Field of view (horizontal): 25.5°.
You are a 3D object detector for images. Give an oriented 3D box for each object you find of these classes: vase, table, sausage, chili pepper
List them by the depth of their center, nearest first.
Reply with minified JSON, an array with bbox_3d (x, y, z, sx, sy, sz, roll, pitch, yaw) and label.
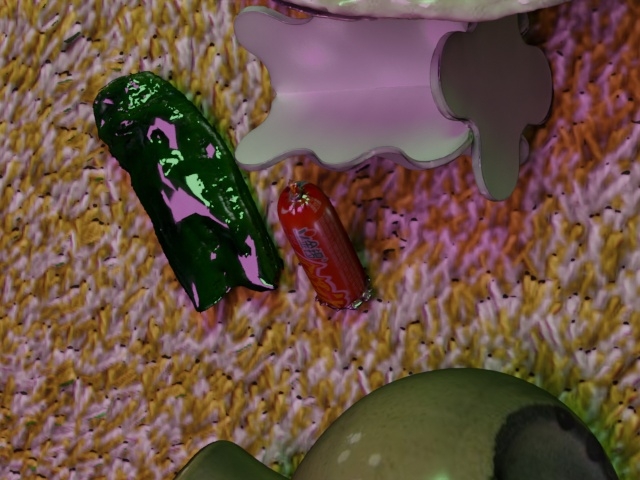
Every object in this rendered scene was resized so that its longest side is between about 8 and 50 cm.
[{"bbox_3d":[0.076,0.261,1.003,0.302,0.241,0.329,-24,107,39],"label":"vase"},{"bbox_3d":[0.043,-0.111,1.025,0.198,0.166,0.166,1,93,35],"label":"table"},{"bbox_3d":[0.000,0.000,1.054,0.048,0.145,0.050,-27,54,-1],"label":"sausage"},{"bbox_3d":[-0.110,-0.041,1.157,0.098,0.061,0.224,-37,74,17],"label":"chili pepper"}]

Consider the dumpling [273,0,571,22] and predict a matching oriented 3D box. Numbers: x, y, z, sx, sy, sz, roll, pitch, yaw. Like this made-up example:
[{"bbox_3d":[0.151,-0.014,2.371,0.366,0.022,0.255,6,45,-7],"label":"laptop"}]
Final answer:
[{"bbox_3d":[0.117,-0.287,0.909,0.315,0.233,0.395,29,67,22],"label":"dumpling"}]
